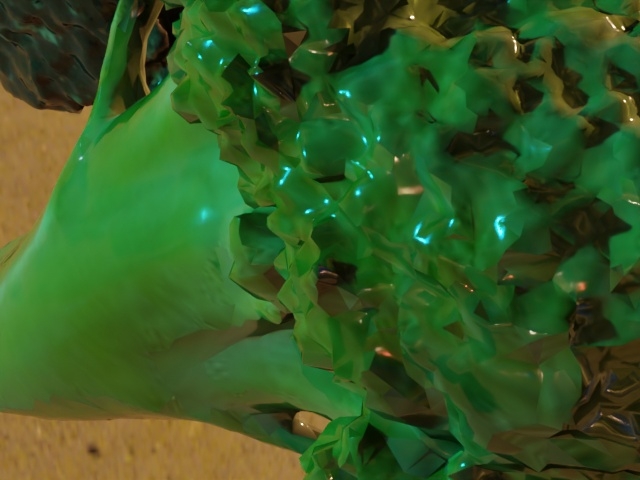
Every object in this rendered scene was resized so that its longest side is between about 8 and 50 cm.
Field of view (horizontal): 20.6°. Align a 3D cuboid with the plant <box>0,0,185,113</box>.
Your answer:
[{"bbox_3d":[-0.072,-0.104,0.693,0.131,0.203,0.142,7,60,31],"label":"plant"}]

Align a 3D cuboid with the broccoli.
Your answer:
[{"bbox_3d":[0.033,-0.001,0.466,0.186,0.302,0.254,-37,74,-26],"label":"broccoli"}]
